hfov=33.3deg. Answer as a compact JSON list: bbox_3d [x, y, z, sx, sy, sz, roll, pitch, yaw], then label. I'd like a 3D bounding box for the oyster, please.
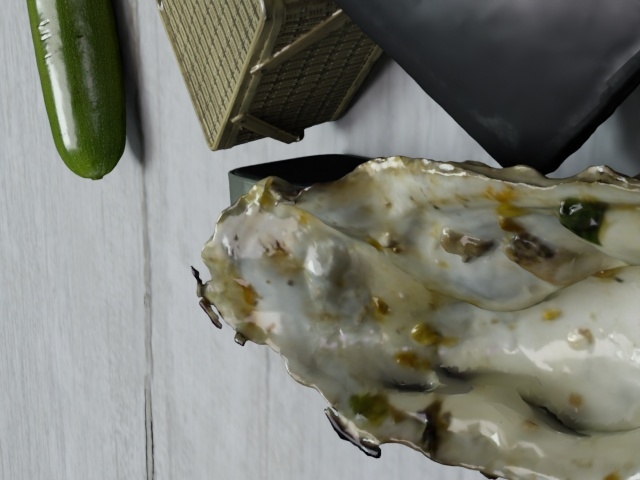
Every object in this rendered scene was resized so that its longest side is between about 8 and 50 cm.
[{"bbox_3d":[0.072,0.015,0.436,0.294,0.094,0.166,14,131,31],"label":"oyster"}]

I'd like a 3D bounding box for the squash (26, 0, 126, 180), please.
[{"bbox_3d":[-0.193,-0.172,0.835,0.066,0.066,0.252,0,101,56],"label":"squash"}]

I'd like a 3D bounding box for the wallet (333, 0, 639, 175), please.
[{"bbox_3d":[0.005,-0.230,0.408,0.406,0.062,0.228,47,136,9],"label":"wallet"}]

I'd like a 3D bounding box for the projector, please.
[{"bbox_3d":[0.000,0.000,0.592,0.083,0.083,0.082,17,114,53],"label":"projector"}]

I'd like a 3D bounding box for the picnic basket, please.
[{"bbox_3d":[-0.026,-0.130,0.564,0.115,0.080,0.164,67,158,15],"label":"picnic basket"}]
